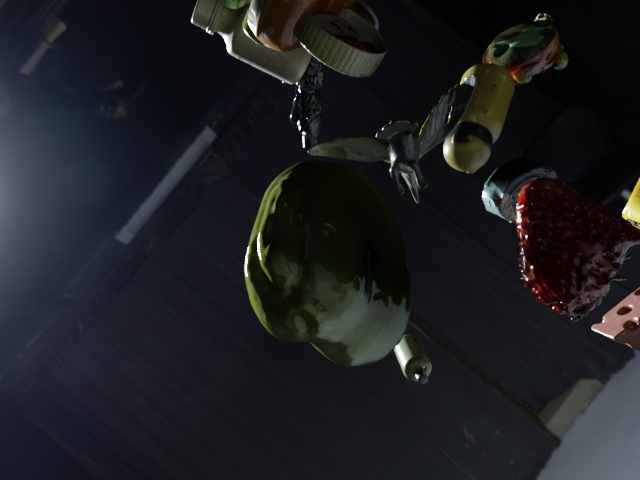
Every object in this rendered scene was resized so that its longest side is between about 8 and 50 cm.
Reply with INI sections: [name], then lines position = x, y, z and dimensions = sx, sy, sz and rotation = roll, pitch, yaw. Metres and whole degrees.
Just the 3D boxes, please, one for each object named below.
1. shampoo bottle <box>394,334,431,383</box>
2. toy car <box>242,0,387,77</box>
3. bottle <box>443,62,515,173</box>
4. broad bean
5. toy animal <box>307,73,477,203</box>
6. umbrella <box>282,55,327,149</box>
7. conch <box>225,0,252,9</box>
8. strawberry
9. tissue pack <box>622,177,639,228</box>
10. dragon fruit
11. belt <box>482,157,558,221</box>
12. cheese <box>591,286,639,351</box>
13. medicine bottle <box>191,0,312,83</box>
[shampoo bottle]
position = 0.254, 0.327, 1.399
dimensions = 0.079, 0.079, 0.162
rotation = -52, 19, 15
[toy car]
position = 0.016, -0.350, 0.839
dimensions = 0.145, 0.235, 0.235
rotation = -52, -2, 40
[bottle]
position = 0.478, -0.367, 1.605
dimensions = 0.352, 0.171, 0.171
rotation = -65, 4, -25
[broad bean]
position = 0.020, 0.024, 0.580
dimensions = 0.119, 0.238, 0.291
rotation = -24, 1, 25
[toy animal]
position = 0.100, -0.093, 0.643
dimensions = 0.218, 0.155, 0.095
rotation = -14, 31, 14
[umbrella]
position = -0.056, -0.443, 1.595
dimensions = 0.128, 0.154, 0.337
rotation = -23, -41, -27
[conch]
position = -0.244, -0.634, 1.392
dimensions = 0.105, 0.170, 0.079
rotation = -6, -60, -60
[strawberry]
position = 0.513, 0.015, 1.085
dimensions = 0.261, 0.257, 0.261
rotation = -39, -32, -31
[tissue pack]
position = 0.885, -0.093, 1.061
dimensions = 0.382, 0.228, 0.294
rotation = -125, 52, -66
[dragon fruit]
position = 0.676, -0.631, 1.730
dimensions = 0.295, 0.130, 0.268
rotation = 17, 61, 44
[belt]
position = 0.496, -0.124, 1.302
dimensions = 0.198, 0.078, 0.151
rotation = -15, -57, -24
[cheese]
position = 0.871, 0.248, 1.370
dimensions = 0.202, 0.177, 0.128
rotation = -39, 5, -1
[medicine bottle]
position = -0.143, -0.433, 1.096
dimensions = 0.114, 0.252, 0.114
rotation = -54, 23, 36
